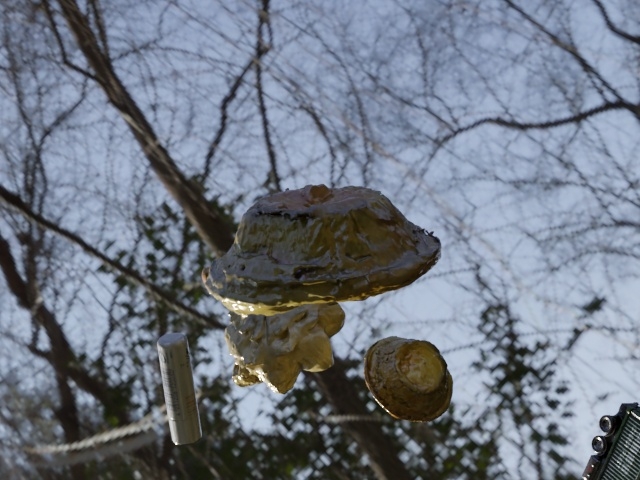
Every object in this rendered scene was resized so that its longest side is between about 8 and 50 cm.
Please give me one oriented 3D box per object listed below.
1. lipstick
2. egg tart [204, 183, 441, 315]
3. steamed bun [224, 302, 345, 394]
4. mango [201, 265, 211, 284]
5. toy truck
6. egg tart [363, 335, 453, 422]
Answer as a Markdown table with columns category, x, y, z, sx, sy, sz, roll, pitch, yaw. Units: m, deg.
| category | x | y | z | sx | sy | sz | roll | pitch | yaw |
| --- | --- | --- | --- | --- | --- | --- | --- | --- | --- |
| lipstick | -0.177 | 0.186 | 1.314 | 0.040 | 0.040 | 0.141 | -19 | -69 | -35 |
| egg tart | 0.000 | 0.000 | 1.511 | 0.352 | 0.352 | 0.149 | -19 | -73 | -35 |
| steamed bun | -0.090 | 0.184 | 2.238 | 0.295 | 0.292 | 0.137 | -40 | -43 | -10 |
| mango | -0.176 | 0.068 | 1.767 | 0.046 | 0.060 | 0.089 | -38 | -25 | 3 |
| toy truck | 0.508 | 0.401 | 1.771 | 0.088 | 0.121 | 0.259 | 7 | -70 | -34 |
| egg tart | 0.171 | 0.250 | 1.947 | 0.191 | 0.191 | 0.074 | -18 | -21 | -36 |
